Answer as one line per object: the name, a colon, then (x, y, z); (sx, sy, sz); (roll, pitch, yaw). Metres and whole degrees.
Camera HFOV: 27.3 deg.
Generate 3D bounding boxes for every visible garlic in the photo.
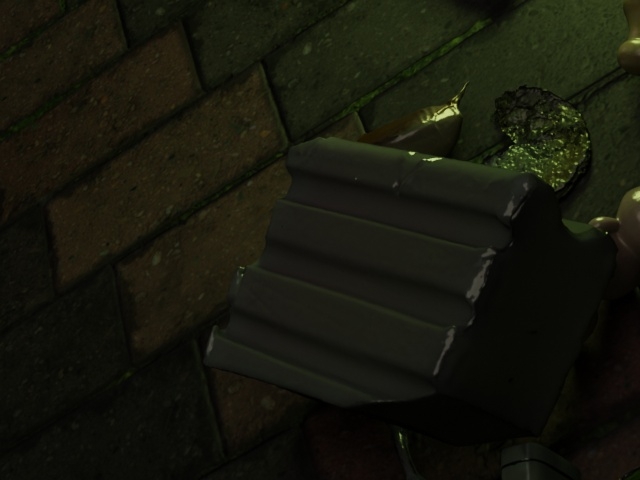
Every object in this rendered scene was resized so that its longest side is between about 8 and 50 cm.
garlic: (0.147, -0.161, 1.981); (0.198, 0.090, 0.128); (-33, 32, 18)

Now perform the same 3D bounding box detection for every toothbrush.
toothbrush: (0.087, 0.218, 1.774); (0.035, 0.042, 0.413); (-41, 42, 17)

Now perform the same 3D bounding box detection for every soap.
soap: (0.105, 0.073, 1.659); (0.435, 0.213, 0.350); (12, 73, 50)

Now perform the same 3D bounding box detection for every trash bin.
trash bin: (0.257, 0.314, 1.518); (0.059, 0.116, 0.130); (-25, 46, 34)

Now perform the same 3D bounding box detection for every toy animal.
toy animal: (0.356, 0.028, 1.669); (0.212, 0.124, 0.124); (-39, 44, 15)

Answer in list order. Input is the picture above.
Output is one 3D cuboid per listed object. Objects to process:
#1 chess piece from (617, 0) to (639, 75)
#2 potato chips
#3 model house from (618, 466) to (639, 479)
chess piece: (0.498, -0.369, 1.867); (0.139, 0.124, 0.307); (25, 77, 12)
potato chips: (0.293, -0.130, 1.893); (0.202, 0.029, 0.220); (-11, 56, 29)
model house: (0.389, 0.309, 1.364); (0.294, 0.207, 0.154); (-30, 88, -10)
